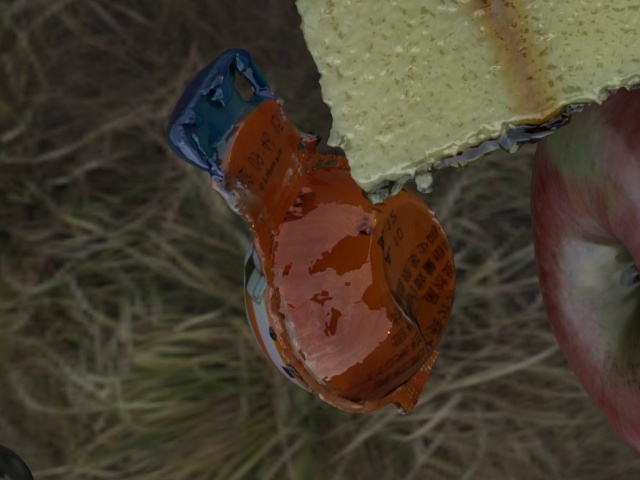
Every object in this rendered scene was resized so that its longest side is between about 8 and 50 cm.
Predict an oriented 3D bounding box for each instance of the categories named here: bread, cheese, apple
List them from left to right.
[{"bbox_3d":[0.000,0.000,1.329,0.129,0.217,0.329,-13,127,38],"label":"cheese"},{"bbox_3d":[0.119,-0.153,1.044,0.266,0.178,0.142,-20,115,20],"label":"bread"},{"bbox_3d":[0.307,-0.011,1.200,0.269,0.345,0.345,-20,79,-20],"label":"apple"}]

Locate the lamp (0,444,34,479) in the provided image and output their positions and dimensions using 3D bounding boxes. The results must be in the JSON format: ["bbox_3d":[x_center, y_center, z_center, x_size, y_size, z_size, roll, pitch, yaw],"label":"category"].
[{"bbox_3d":[-0.105,0.178,0.407,0.198,0.198,0.244,-49,56,15],"label":"lamp"}]
